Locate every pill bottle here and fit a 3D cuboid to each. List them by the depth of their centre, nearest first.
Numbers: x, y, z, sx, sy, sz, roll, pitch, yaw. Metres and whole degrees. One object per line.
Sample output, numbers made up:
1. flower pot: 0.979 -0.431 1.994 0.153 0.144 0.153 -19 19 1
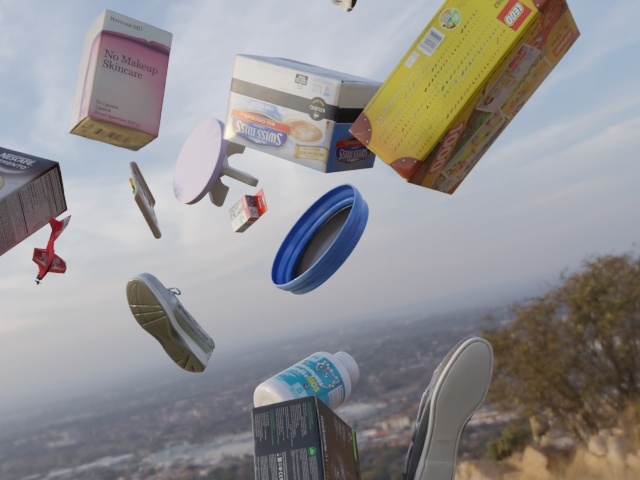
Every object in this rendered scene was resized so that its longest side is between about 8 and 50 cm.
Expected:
1. pill bottle: -0.025 0.370 1.920 0.264 0.146 0.146 -24 4 -40

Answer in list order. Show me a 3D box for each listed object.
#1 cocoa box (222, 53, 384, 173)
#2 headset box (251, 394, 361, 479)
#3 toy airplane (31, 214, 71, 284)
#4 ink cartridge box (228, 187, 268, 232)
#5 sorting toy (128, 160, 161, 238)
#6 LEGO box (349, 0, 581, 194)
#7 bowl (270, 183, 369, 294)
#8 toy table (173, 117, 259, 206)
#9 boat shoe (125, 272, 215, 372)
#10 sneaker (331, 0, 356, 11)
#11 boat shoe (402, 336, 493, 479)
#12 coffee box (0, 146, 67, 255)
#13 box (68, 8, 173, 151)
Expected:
1. cocoa box: -0.039 -0.326 1.971 0.347 0.227 0.231 22 19 31
2. headset box: -0.013 0.455 1.445 0.131 0.246 0.283 -14 -32 12
3. toy airplane: -0.528 0.015 1.512 0.028 0.151 0.151 17 -1 9
4. ink cartridge box: -0.171 -0.071 1.819 0.029 0.062 0.115 4 -29 -39
5. sorting toy: -0.569 -0.128 2.483 0.038 0.193 0.208 -21 40 -2
6. LEGO box: 0.342 -0.367 1.790 0.500 0.193 0.372 -53 -20 15
7. bowl: 0.000 0.000 2.386 0.077 0.391 0.391 38 -28 -20
8. toy table: -0.326 -0.232 2.392 0.161 0.252 0.274 13 -64 -50
9. boat shoe: -0.371 0.195 1.939 0.118 0.320 0.103 -11 35 35
10. sneaker: 0.001 -0.805 2.314 0.258 0.169 0.447 19 16 -4
11. boat shoe: 0.224 0.329 1.447 0.112 0.335 0.095 15 5 -21
12. coffee box: -0.659 -0.058 1.498 0.168 0.118 0.297 14 36 20
13. box: -0.400 -0.317 1.554 0.149 0.232 0.127 13 -16 -32
